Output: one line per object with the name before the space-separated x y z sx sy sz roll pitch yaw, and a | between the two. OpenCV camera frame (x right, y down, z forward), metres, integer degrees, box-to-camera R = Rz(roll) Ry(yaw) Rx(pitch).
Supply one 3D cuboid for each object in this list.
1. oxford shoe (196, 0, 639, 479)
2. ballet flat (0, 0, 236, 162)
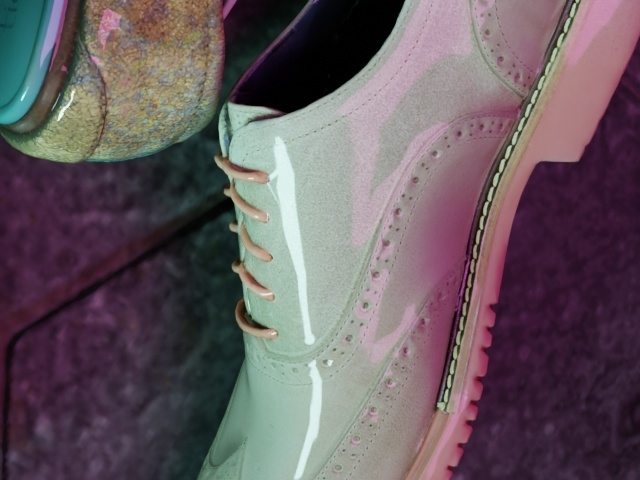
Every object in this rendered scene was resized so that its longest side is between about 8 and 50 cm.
oxford shoe | 0.000 0.000 0.810 0.146 0.140 0.397 21 91 -31
ballet flat | -0.062 -0.202 0.764 0.123 0.123 0.348 5 99 -33
